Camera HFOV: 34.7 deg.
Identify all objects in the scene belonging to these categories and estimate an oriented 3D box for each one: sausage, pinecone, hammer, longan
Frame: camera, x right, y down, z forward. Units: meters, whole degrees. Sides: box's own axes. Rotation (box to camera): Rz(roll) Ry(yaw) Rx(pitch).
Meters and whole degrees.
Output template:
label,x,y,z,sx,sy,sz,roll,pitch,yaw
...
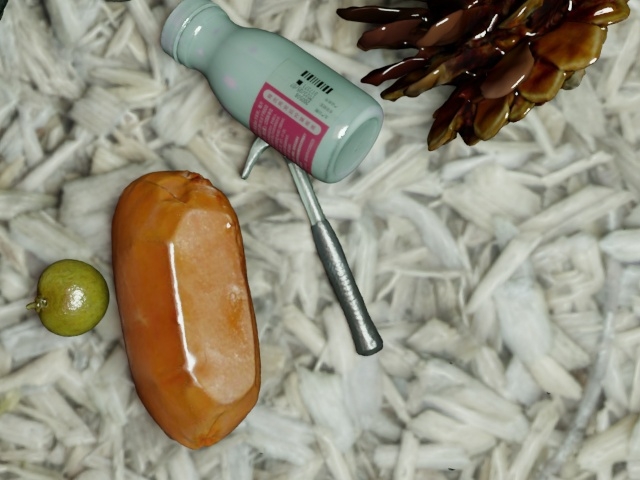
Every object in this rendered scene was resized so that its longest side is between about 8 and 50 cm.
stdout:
label,x,y,z,sx,sy,sz,roll,pitch,yaw
sausage,-0.126,0.062,0.956,0.133,0.133,0.258,-11,90,0
pinecone,0.131,-0.222,0.908,0.264,0.264,0.264,0,90,0
hammer,0.000,0.000,1.006,0.103,0.029,0.246,-20,91,0
longan,-0.244,0.055,0.980,0.075,0.083,0.075,4,95,43

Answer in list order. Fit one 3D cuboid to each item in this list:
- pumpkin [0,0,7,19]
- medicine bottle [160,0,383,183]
label,x,y,z,sx,sy,sz,roll,pitch,yaw
pumpkin,-0.417,-0.268,0.877,0.323,0.241,0.323,-13,121,-23
medicine bottle,-0.049,-0.146,0.955,0.217,0.090,0.090,38,90,18
